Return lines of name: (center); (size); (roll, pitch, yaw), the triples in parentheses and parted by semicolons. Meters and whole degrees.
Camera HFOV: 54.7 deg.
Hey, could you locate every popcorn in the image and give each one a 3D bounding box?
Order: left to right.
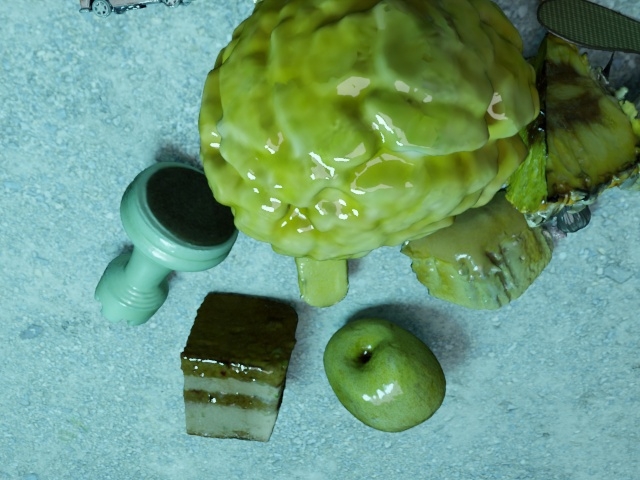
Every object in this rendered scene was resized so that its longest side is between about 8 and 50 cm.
popcorn: (0.047, -0.160, 0.732); (0.389, 0.354, 0.345); (-15, 85, -18)

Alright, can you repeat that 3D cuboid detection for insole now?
insole: (0.415, -0.288, 0.855); (0.253, 0.086, 0.005); (11, 158, -9)

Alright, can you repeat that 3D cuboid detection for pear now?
pear: (0.121, 0.256, 1.163); (0.188, 0.228, 0.211); (-48, 133, -13)

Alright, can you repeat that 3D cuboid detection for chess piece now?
chess piece: (-0.286, 0.026, 1.070); (0.194, 0.195, 0.299); (31, 130, -15)

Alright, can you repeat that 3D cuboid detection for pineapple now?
pineapple: (0.337, -0.132, 0.843); (0.158, 0.335, 0.161); (7, 145, -2)

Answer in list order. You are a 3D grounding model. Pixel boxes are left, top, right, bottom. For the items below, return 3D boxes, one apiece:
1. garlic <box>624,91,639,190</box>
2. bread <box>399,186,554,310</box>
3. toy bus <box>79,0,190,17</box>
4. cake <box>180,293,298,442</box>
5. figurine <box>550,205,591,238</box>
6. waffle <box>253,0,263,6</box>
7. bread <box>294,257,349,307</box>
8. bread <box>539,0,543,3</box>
garlic: (0.519, -0.145, 0.874); (0.227, 0.152, 0.228); (20, 156, 9)
bread: (0.268, 0.034, 1.044); (0.251, 0.133, 0.174); (-20, 122, 16)
toy bus: (-0.250, -0.359, 0.862); (0.174, 0.079, 0.077); (-5, 114, 8)
cake: (-0.156, 0.271, 1.201); (0.198, 0.196, 0.293); (7, 123, -2)
figurine: (0.395, -0.063, 1.012); (0.072, 0.054, 0.129); (-34, 117, 3)
waffle: (0.040, -0.292, 0.893); (0.220, 0.055, 0.248); (-13, 122, 13)
bread: (0.000, 0.000, 1.072); (0.101, 0.094, 0.246); (-8, 124, -1)
bread: (0.299, -0.423, 0.773); (0.235, 0.070, 0.236); (2, 124, 2)
